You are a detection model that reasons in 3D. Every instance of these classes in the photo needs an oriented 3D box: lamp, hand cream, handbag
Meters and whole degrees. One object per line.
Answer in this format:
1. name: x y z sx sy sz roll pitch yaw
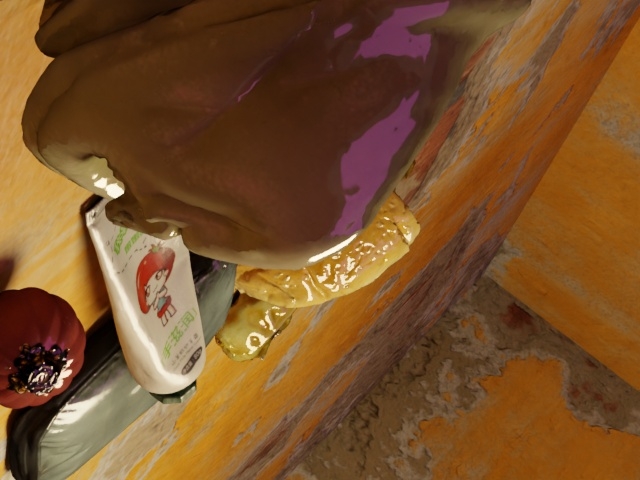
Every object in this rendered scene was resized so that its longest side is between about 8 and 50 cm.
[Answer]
1. lamp: -0.249 0.090 1.477 0.107 0.092 0.107 -17 130 -22
2. hand cream: -0.160 0.043 1.678 0.121 0.076 0.336 -51 154 -31
3. handbag: -0.198 0.128 1.877 0.332 0.075 0.191 -42 162 -28

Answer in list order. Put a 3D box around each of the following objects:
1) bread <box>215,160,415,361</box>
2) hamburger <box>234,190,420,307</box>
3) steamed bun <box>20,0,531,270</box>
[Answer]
1. bread: -0.004 0.003 2.240 0.367 0.084 0.077 -50 -149 -5
2. hamburger: 0.000 0.000 2.084 0.207 0.155 0.135 -40 161 -21
3. steamed bun: -0.059 -0.176 1.062 0.346 0.237 0.394 -29 -147 22
